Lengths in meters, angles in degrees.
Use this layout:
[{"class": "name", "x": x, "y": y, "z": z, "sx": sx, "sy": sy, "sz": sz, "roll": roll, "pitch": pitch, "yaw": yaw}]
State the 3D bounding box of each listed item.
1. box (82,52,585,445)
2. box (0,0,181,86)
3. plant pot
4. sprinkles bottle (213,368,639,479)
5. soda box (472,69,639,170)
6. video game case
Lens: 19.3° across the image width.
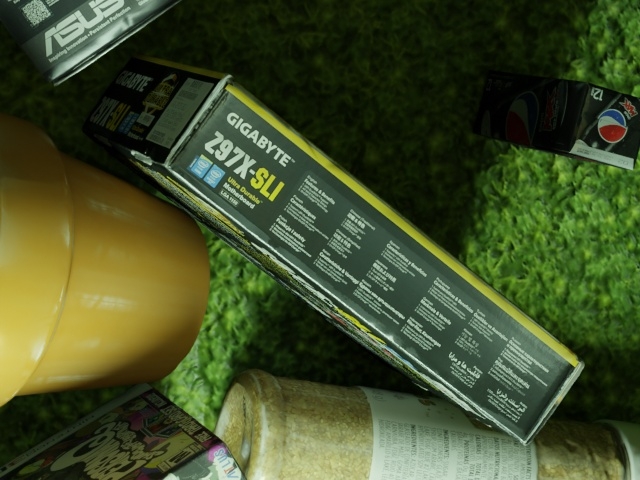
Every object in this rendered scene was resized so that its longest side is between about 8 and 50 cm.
[{"class": "box", "x": 0.000, "y": 0.000, "z": 1.317, "sx": 0.322, "sy": 0.257, "sz": 0.079, "roll": 38, "pitch": 83, "yaw": -20}, {"class": "box", "x": -0.107, "y": -0.337, "z": 1.231, "sx": 0.395, "sy": 0.097, "sz": 0.318, "roll": -33, "pitch": 106, "yaw": 13}, {"class": "plant pot", "x": -0.188, "y": 0.025, "z": 1.298, "sx": 0.188, "sy": 0.205, "sz": 0.205, "roll": 12, "pitch": 94, "yaw": -36}, {"class": "sprinkles bottle", "x": 0.098, "y": 0.181, "z": 1.450, "sx": 0.355, "sy": 0.121, "sz": 0.121, "roll": 10, "pitch": 94, "yaw": -20}, {"class": "soda box", "x": 0.178, "y": -0.092, "z": 1.412, "sx": 0.060, "sy": 0.169, "sz": 0.053, "roll": 14, "pitch": 93, "yaw": -21}, {"class": "video game case", "x": -0.175, "y": 0.184, "z": 1.295, "sx": 0.210, "sy": 0.232, "sz": 0.042, "roll": -31, "pitch": 105, "yaw": -12}]
